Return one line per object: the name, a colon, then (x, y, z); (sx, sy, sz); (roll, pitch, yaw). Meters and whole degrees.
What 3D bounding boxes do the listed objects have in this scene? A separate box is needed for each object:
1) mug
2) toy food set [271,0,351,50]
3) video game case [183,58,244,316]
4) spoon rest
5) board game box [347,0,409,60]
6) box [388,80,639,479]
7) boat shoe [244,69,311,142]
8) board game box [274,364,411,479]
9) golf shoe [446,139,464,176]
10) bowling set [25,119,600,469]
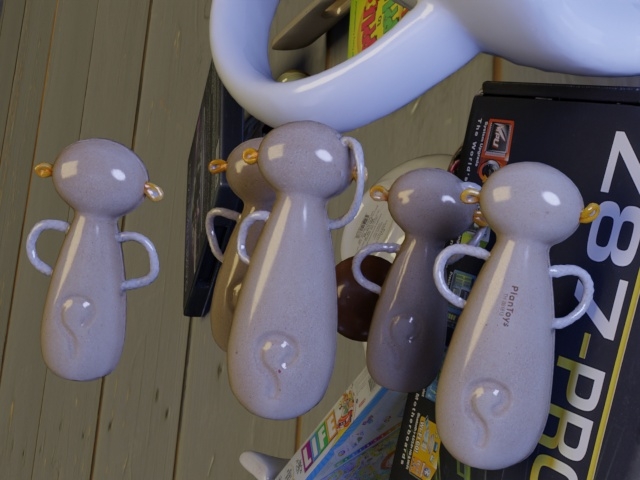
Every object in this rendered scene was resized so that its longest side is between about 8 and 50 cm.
mug: (0.082, -0.211, 0.729); (0.374, 0.276, 0.328); (-42, 40, 14)
toy food set: (0.019, -0.344, 1.185); (0.220, 0.092, 0.306); (-31, 50, 57)
video game case: (-0.107, -0.069, 1.318); (0.274, 0.026, 0.196); (112, 159, -60)
spoon rest: (0.039, 0.062, 0.989); (0.276, 0.084, 0.137); (-63, 26, -1)
board game box: (0.082, -0.180, 1.030); (0.181, 0.043, 0.092); (-30, 52, 58)
box: (0.149, 0.122, 0.678); (0.318, 0.097, 0.395); (20, 97, 64)
boat shoe: (-0.047, -0.097, 1.255); (0.045, 0.050, 0.135); (-104, 35, -53)
board game box: (0.048, 0.136, 0.877); (0.154, 0.103, 0.026); (-55, 33, 39)
golf shoe: (0.103, 0.012, 0.887); (0.086, 0.067, 0.186); (-52, -21, -71)
bowling set: (0.000, 0.000, 0.729); (0.200, 0.287, 0.154); (-56, -24, -74)
